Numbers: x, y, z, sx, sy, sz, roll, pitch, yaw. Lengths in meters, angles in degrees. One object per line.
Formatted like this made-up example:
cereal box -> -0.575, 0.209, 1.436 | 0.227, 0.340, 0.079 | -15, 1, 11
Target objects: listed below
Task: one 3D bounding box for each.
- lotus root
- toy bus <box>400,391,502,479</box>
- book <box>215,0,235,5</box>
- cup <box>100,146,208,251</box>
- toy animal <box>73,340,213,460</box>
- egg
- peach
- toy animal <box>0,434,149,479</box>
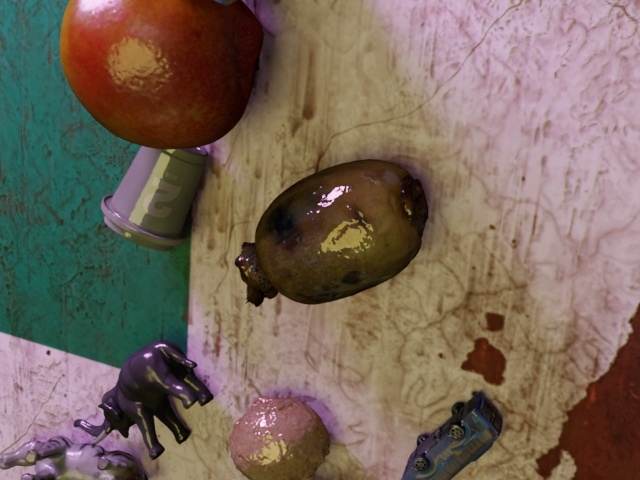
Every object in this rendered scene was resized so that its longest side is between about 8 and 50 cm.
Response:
lotus root -> -0.001, -0.001, 1.087 | 0.278, 0.154, 0.154 | -24, 94, 30
toy bus -> 0.161, 0.253, 1.141 | 0.061, 0.051, 0.153 | 39, 118, -3
book -> -0.162, -0.352, 1.041 | 0.269, 0.191, 0.025 | 26, 135, 16
cup -> -0.206, -0.067, 1.196 | 0.120, 0.120, 0.141 | 32, 102, 14
toy animal -> -0.251, 0.242, 1.321 | 0.137, 0.082, 0.269 | 49, 123, 9
egg -> -0.057, 0.264, 1.217 | 0.140, 0.118, 0.116 | -12, 139, 19
peach -> -0.178, -0.213, 1.068 | 0.231, 0.231, 0.231 | 7, 108, 24
toy animal -> -0.379, 0.330, 1.363 | 0.255, 0.170, 0.090 | 13, 87, 23
